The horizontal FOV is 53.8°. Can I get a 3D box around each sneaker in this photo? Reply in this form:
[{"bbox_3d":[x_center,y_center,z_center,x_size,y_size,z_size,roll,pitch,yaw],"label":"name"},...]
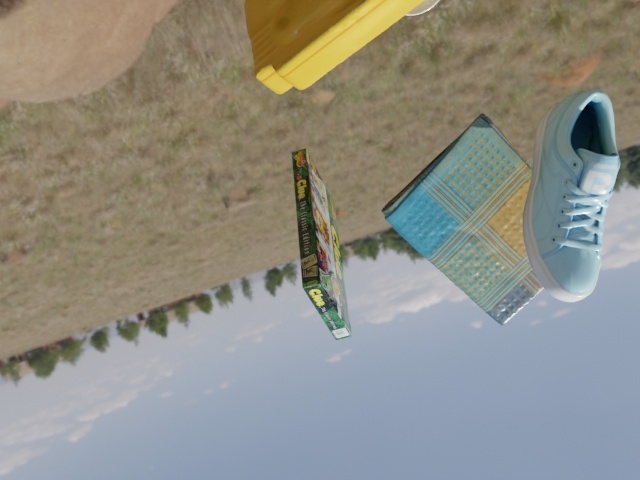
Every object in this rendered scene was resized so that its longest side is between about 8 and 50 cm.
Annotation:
[{"bbox_3d":[0.430,-0.084,1.063,0.135,0.366,0.150,2,168,-4],"label":"sneaker"}]

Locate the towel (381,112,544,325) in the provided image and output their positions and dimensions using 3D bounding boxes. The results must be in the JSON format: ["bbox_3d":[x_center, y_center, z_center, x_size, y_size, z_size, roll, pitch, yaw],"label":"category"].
[{"bbox_3d":[0.335,-0.030,1.244,0.271,0.370,0.040,-45,-162,13],"label":"towel"}]

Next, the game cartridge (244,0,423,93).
[{"bbox_3d":[0.034,-0.327,0.614,0.285,0.324,0.052,-31,139,28],"label":"game cartridge"}]

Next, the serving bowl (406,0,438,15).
[{"bbox_3d":[0.105,-0.306,0.735,0.083,0.083,0.027,-20,-163,9],"label":"serving bowl"}]

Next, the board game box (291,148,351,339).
[{"bbox_3d":[0.000,0.000,0.914,0.030,0.260,0.136,-15,139,10],"label":"board game box"}]
